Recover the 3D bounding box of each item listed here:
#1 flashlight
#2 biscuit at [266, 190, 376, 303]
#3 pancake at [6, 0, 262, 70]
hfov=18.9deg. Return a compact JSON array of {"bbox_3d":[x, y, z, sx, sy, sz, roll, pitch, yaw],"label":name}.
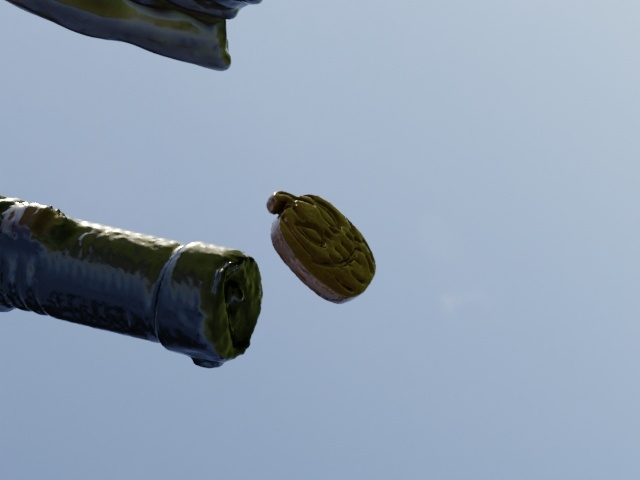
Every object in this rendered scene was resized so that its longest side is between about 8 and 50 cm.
[{"bbox_3d":[-0.147,0.016,1.144,0.093,0.232,0.093,-34,-50,-56],"label":"flashlight"},{"bbox_3d":[0.000,0.000,1.121,0.078,0.015,0.091,46,-156,-6],"label":"biscuit"},{"bbox_3d":[-0.050,-0.088,0.495,0.190,0.184,0.020,40,-123,-59],"label":"pancake"}]
